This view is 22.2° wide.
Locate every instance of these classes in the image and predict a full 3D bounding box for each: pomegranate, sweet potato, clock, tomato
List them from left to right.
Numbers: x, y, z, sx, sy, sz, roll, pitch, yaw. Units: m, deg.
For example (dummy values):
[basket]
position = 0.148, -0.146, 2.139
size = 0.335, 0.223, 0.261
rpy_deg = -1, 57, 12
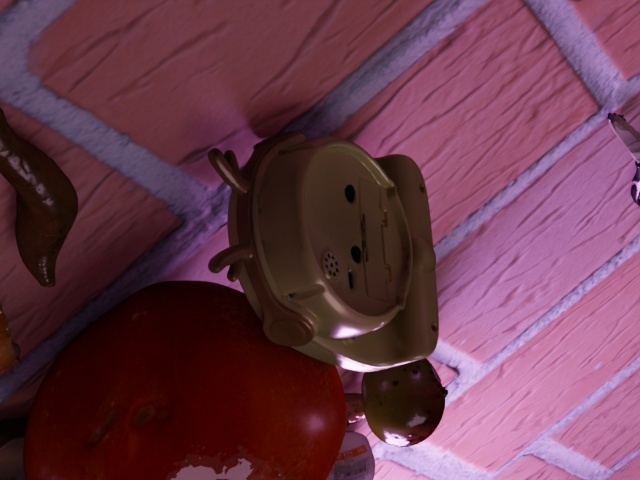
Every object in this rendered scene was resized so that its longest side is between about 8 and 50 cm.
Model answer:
[sweet potato]
position = -0.262, -0.050, 1.492
size = 0.069, 0.059, 0.249
rpy_deg = -17, 144, -7
[tomato]
position = -0.140, 0.194, 1.711
size = 0.293, 0.290, 0.325
rpy_deg = 16, 146, -36
[clock]
position = 0.000, 0.000, 1.651
size = 0.096, 0.235, 0.308
rpy_deg = -16, 159, 36
[pomegranate]
position = 0.094, 0.223, 2.179
size = 0.159, 0.129, 0.129
rpy_deg = -38, 151, 11

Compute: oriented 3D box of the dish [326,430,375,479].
[dish]
position = -0.030, 0.391, 2.260
size = 0.273, 0.134, 0.273
rpy_deg = -21, 154, -11

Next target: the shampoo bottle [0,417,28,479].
[shampoo bottle]
position = -0.376, 0.262, 1.794
size = 0.350, 0.084, 0.125
rpy_deg = -2, 117, -43

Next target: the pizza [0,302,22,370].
[pizza]
position = -0.390, 0.094, 1.569
size = 0.271, 0.056, 0.134
rpy_deg = -2, 139, -42

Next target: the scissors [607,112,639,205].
[scissors]
position = 0.421, -0.114, 2.129
size = 0.109, 0.022, 0.300
rpy_deg = -45, 148, 10
